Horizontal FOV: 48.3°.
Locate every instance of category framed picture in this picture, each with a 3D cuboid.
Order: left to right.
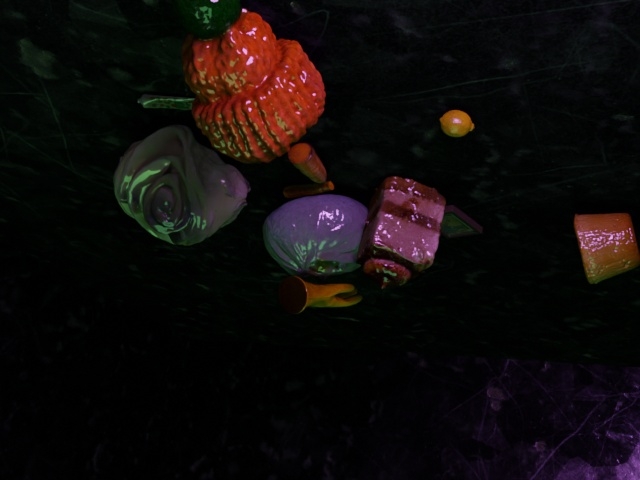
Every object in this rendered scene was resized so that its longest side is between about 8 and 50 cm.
[{"bbox_3d":[0.397,-0.055,2.179,0.128,0.023,0.168,-10,150,43],"label":"framed picture"}]

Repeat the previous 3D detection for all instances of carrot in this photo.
[{"bbox_3d":[-0.036,-0.154,2.134,0.171,0.042,0.042,-7,152,33],"label":"carrot"},{"bbox_3d":[-0.023,-0.203,1.982,0.072,0.072,0.205,3,163,21],"label":"carrot"}]

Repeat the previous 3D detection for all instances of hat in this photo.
[{"bbox_3d":[-0.189,-0.344,1.446,0.285,0.285,0.400,-4,150,35],"label":"hat"}]

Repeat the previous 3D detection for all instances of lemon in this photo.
[{"bbox_3d":[0.314,-0.268,1.641,0.083,0.062,0.062,14,158,0],"label":"lemon"}]

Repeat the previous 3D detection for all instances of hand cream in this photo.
[{"bbox_3d":[-0.387,-0.354,1.832,0.165,0.037,0.057,5,158,1],"label":"hand cream"}]

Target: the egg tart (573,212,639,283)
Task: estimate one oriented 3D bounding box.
[{"bbox_3d":[0.785,0.009,1.950,0.147,0.202,0.202,-14,150,22],"label":"egg tart"}]

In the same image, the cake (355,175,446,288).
[{"bbox_3d":[0.216,-0.008,2.017,0.196,0.293,0.199,22,157,-8],"label":"cake"}]

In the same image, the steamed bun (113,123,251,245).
[{"bbox_3d":[-0.403,-0.128,1.967,0.394,0.237,0.346,6,130,10],"label":"steamed bun"}]

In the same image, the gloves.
[{"bbox_3d":[0.011,0.165,2.270,0.294,0.116,0.133,0,-152,-47],"label":"gloves"}]

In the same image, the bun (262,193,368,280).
[{"bbox_3d":[0.000,0.000,2.215,0.362,0.211,0.362,0,158,0],"label":"bun"}]
